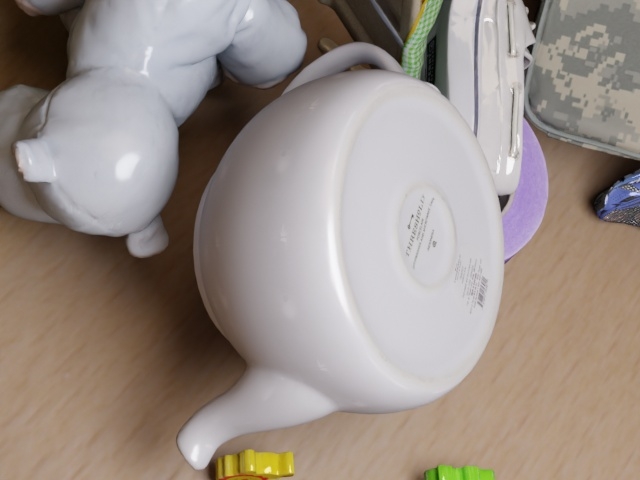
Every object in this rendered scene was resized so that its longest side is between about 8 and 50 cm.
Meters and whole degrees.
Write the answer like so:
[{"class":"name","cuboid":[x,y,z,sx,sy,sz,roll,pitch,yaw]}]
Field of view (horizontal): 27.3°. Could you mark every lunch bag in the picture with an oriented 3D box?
[{"class":"lunch bag","cuboid":[0.333,-0.190,1.171,0.305,0.212,0.256,14,21,8]}]

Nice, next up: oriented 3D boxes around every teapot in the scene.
[{"class":"teapot","cuboid":[0.000,0.000,0.936,0.256,0.187,0.252,-26,106,-50]}]

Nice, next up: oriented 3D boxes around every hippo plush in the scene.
[{"class":"hippo plush","cuboid":[-0.126,-0.104,0.986,0.234,0.294,0.236,28,73,-44]}]

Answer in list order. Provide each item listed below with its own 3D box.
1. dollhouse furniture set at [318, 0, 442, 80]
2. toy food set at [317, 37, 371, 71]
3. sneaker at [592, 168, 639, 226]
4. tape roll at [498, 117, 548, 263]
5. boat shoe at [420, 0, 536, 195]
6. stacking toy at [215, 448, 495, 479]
[{"class":"dollhouse furniture set","cuboid":[0.064,-0.284,1.059,0.151,0.197,0.301,-23,63,-14]},{"class":"toy food set","cuboid":[0.094,-0.210,1.226,0.132,0.038,0.192,37,56,0]},{"class":"sneaker","cuboid":[0.353,-0.016,1.204,0.221,0.083,0.087,7,69,-14]},{"class":"tape roll","cuboid":[0.090,-0.048,1.108,0.189,0.080,0.189,7,65,-16]},{"class":"boat shoe","cuboid":[0.133,-0.162,1.077,0.088,0.096,0.267,13,64,-18]},{"class":"stacking toy","cuboid":[0.025,0.112,1.024,0.221,0.052,0.167,7,63,-20]}]
